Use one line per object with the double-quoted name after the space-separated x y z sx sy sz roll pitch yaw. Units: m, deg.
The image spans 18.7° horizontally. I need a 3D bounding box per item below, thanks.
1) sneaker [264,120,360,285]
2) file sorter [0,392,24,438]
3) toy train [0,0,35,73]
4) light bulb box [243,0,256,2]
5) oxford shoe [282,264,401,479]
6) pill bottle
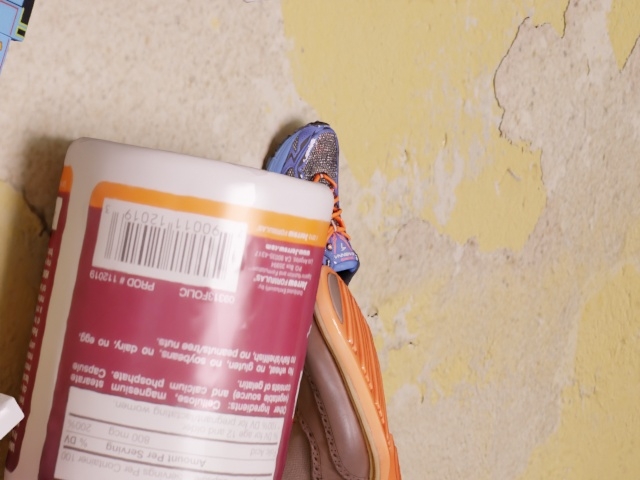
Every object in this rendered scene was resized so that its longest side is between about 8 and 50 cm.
0.000 0.000 1.786 0.083 0.087 0.221 -11 106 -47 "sneaker"
-0.388 0.127 1.311 0.277 0.193 0.173 -45 126 -32 "file sorter"
-0.279 -0.148 1.455 0.105 0.080 0.184 21 82 -54 "toy train"
0.105 -0.335 1.523 0.361 0.358 0.225 -5 108 -2 "light bulb box"
-0.003 0.174 1.748 0.130 0.132 0.364 -95 175 -50 "oxford shoe"
-0.130 0.128 1.569 0.224 0.224 0.392 10 91 -48 "pill bottle"
